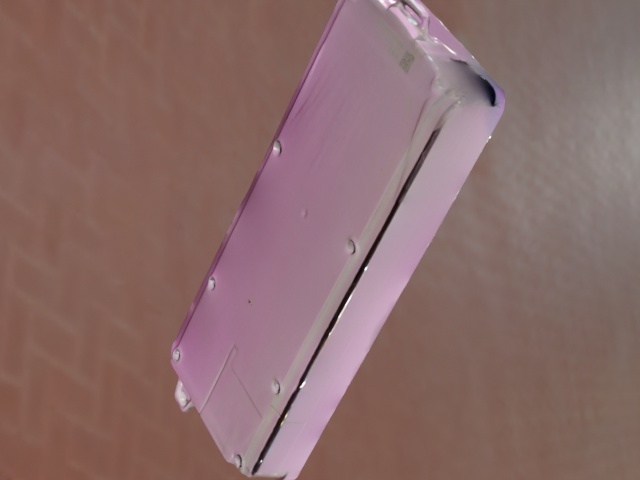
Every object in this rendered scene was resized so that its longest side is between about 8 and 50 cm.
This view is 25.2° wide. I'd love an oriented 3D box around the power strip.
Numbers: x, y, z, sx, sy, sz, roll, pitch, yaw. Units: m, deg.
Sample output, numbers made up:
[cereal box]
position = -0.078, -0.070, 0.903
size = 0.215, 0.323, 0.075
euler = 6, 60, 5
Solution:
[power strip]
position = 0.000, 0.000, 0.739
size = 0.037, 0.279, 0.109
euler = 3, 37, -37
